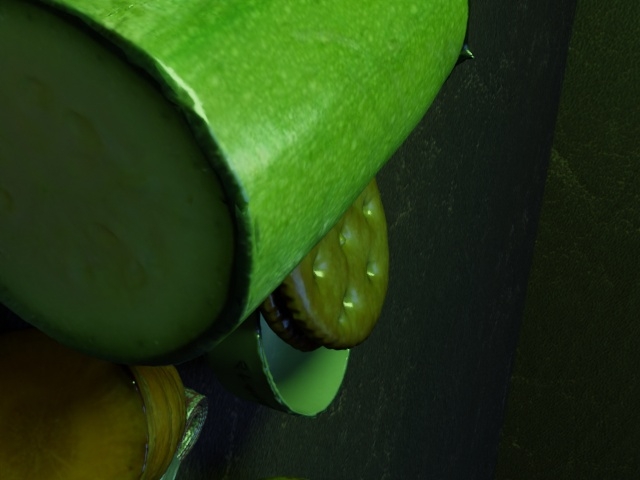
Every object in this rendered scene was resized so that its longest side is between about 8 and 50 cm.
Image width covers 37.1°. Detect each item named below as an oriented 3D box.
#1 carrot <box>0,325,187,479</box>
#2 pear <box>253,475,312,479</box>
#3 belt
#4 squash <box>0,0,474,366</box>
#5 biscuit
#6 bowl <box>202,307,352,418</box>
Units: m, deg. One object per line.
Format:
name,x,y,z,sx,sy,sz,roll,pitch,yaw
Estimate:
carrot,-0.180,0.138,0.766,0.225,0.159,0.159,7,97,-80
pear,-0.031,0.406,1.093,0.281,0.281,0.280,-46,144,-50
belt,-0.178,0.247,0.922,0.071,0.053,0.232,73,37,-64
squash,-0.069,-0.117,0.693,0.384,0.263,0.263,-49,146,-48
biscuit,0.000,0.000,0.921,0.220,0.066,0.220,16,71,-61
bowl,-0.057,0.077,0.992,0.211,0.112,0.211,7,82,-61
